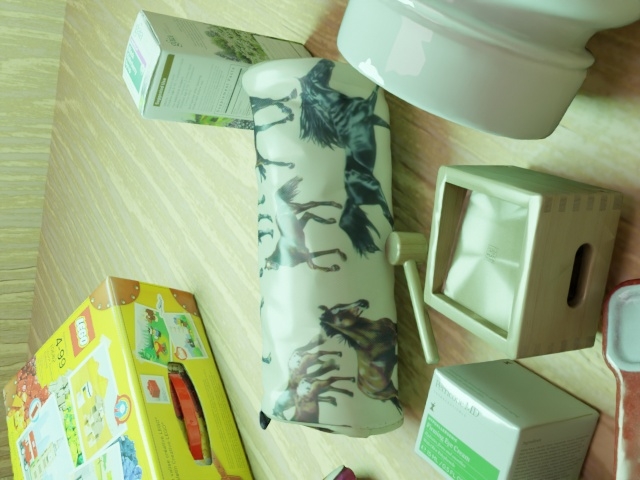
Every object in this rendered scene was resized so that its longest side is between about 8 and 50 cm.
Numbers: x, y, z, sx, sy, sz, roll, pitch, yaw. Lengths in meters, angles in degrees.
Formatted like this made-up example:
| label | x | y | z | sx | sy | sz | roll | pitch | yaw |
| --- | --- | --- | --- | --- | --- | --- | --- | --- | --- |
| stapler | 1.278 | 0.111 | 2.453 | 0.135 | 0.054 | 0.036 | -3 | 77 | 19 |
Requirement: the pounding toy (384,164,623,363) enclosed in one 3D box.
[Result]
| label | x | y | z | sx | sy | sz | roll | pitch | yaw |
| --- | --- | --- | --- | --- | --- | --- | --- | --- | --- |
| pounding toy | 0.146 | 0.025 | 0.582 | 0.206 | 0.094 | 0.181 | -146 | 57 | -61 |

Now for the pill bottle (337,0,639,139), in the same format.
| label | x | y | z | sx | sy | sz | roll | pitch | yaw |
| --- | --- | --- | --- | --- | --- | --- | --- | --- | --- |
| pill bottle | 0.165 | -0.281 | 0.425 | 0.224 | 0.224 | 0.392 | 53 | 131 | 41 |

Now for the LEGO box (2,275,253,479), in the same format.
| label | x | y | z | sx | sy | sz | roll | pitch | yaw |
| --- | --- | --- | --- | --- | --- | --- | --- | --- | --- |
| LEGO box | -0.327 | 0.378 | 1.091 | 0.372 | 0.193 | 0.500 | -42 | 54 | 24 |

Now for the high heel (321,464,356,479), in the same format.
| label | x | y | z | sx | sy | sz | roll | pitch | yaw |
| --- | --- | --- | --- | --- | --- | --- | --- | --- | --- |
| high heel | 0.004 | 0.457 | 0.816 | 0.181 | 0.127 | 0.377 | 33 | 117 | 18 |

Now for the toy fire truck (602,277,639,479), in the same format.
| label | x | y | z | sx | sy | sz | roll | pitch | yaw |
| --- | --- | --- | --- | --- | --- | --- | --- | --- | --- |
| toy fire truck | 0.286 | 0.120 | 0.331 | 0.302 | 0.169 | 0.254 | -19 | 57 | 53 |

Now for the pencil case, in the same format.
| label | x | y | z | sx | sy | sz | roll | pitch | yaw |
| --- | --- | --- | --- | --- | --- | --- | --- | --- | --- |
| pencil case | 0.000 | 0.000 | 0.724 | 0.183 | 0.159 | 0.410 | 169 | 99 | -65 |

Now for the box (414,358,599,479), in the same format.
| label | x | y | z | sx | sy | sz | roll | pitch | yaw |
| --- | --- | --- | --- | --- | --- | --- | --- | --- | --- |
| box | 0.155 | 0.164 | 0.553 | 0.101 | 0.102 | 0.087 | 31 | 114 | 53 |

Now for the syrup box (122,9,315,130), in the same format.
| label | x | y | z | sx | sy | sz | roll | pitch | yaw |
| --- | --- | --- | --- | --- | --- | --- | --- | --- | --- |
| syrup box | -0.116 | -0.206 | 0.823 | 0.093 | 0.236 | 0.096 | 57 | 134 | 37 |
